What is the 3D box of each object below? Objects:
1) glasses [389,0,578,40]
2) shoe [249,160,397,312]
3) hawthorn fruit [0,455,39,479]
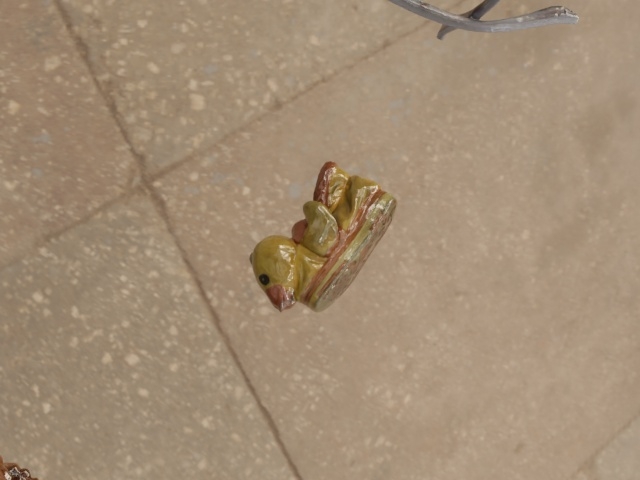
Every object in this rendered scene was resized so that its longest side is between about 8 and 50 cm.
[{"bbox_3d":[0.056,-0.111,0.353,0.103,0.140,0.062,61,35,-31],"label":"glasses"},{"bbox_3d":[0.002,-0.001,0.644,0.109,0.069,0.072,-54,163,16],"label":"shoe"},{"bbox_3d":[-0.210,0.183,0.530,0.128,0.128,0.128,-9,105,-33],"label":"hawthorn fruit"}]
